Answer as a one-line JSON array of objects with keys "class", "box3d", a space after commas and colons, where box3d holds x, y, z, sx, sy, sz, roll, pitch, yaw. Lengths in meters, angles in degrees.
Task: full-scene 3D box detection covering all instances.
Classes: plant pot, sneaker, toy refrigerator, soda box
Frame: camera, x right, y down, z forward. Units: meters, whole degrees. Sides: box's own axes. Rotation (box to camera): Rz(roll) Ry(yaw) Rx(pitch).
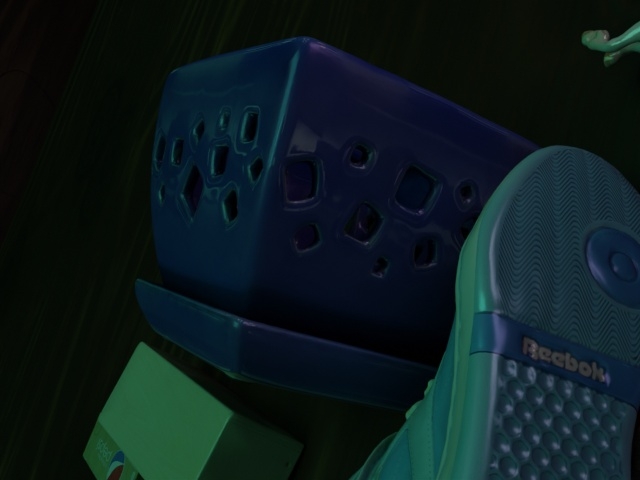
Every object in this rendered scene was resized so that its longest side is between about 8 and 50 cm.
[{"class": "plant pot", "box3d": [0.000, 0.000, 0.610, 0.236, 0.236, 0.212, 10, 84, 59]}, {"class": "sneaker", "box3d": [0.090, 0.103, 0.492, 0.208, 0.127, 0.319, -51, 14, 58]}, {"class": "toy refrigerator", "box3d": [-0.127, 0.193, 0.814, 0.269, 0.094, 0.102, 13, 74, 60]}, {"class": "soda box", "box3d": [-0.222, 0.263, 0.949, 0.181, 0.058, 0.061, 16, 84, 60]}]

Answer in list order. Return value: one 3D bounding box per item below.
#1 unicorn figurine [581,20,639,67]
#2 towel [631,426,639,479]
[{"class": "unicorn figurine", "box3d": [0.225, -0.136, 0.503, 0.111, 0.060, 0.162, 7, 76, 60]}, {"class": "towel", "box3d": [0.232, 0.214, 0.265, 0.324, 0.056, 0.312, -19, 51, 55]}]
